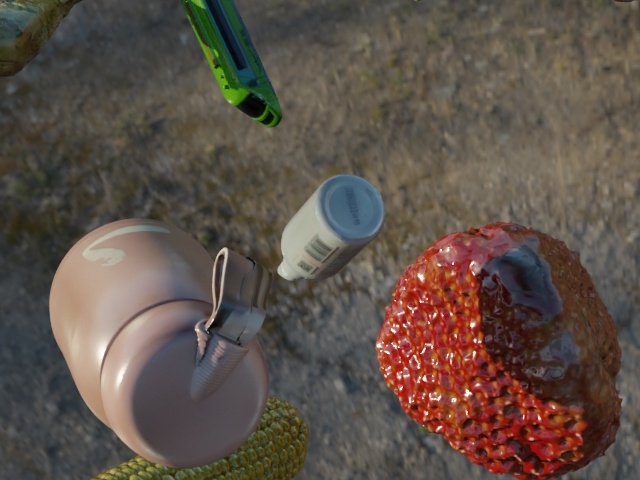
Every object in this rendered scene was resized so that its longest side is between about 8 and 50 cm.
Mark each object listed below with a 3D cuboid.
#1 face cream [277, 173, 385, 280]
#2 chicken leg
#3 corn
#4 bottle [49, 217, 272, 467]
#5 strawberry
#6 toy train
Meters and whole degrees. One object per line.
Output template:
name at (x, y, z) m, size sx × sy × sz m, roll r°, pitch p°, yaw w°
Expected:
face cream at (0.000, 0.000, 1.962) m, size 0.101 × 0.251 × 0.101 m, roll 7°, pitch 68°, yaw -18°
chicken leg at (-0.295, -0.220, 1.438) m, size 0.093 × 0.070 × 0.178 m, roll -3°, pitch 31°, yaw 40°
corn at (-0.176, 0.316, 1.771) m, size 0.387 × 0.144 × 0.144 m, roll -22°, pitch 48°, yaw -35°
bottle at (-0.138, 0.079, 1.303) m, size 0.206 × 0.173 × 0.297 m, roll -59°, pitch 21°, yaw 5°
strawberry at (0.221, 0.110, 1.631) m, size 0.267 × 0.351 × 0.312 m, roll -40°, pitch 65°, yaw -21°
toy train at (-0.103, -0.209, 1.496) m, size 0.042 × 0.044 × 0.209 m, roll -21°, pitch 84°, yaw -31°
